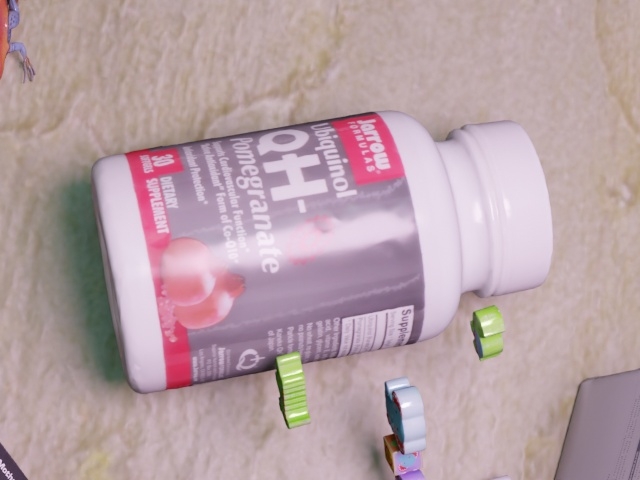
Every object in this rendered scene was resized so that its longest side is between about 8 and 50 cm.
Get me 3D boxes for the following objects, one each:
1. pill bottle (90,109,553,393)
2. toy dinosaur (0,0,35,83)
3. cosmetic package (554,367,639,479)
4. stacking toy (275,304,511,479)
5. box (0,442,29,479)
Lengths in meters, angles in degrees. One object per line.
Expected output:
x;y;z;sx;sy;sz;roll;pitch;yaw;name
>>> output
0.000;0.000;1.147;0.318;0.176;0.176;-10;81;-10;pill bottle
-0.254;-0.158;1.199;0.047;0.090;0.082;-6;48;6;toy dinosaur
0.309;0.188;1.130;0.224;0.225;0.138;18;80;-4;cosmetic package
0.064;0.158;1.133;0.167;0.052;0.221;-15;122;-11;stacking toy
-0.283;0.204;1.006;0.216;0.270;0.060;57;38;-16;box
